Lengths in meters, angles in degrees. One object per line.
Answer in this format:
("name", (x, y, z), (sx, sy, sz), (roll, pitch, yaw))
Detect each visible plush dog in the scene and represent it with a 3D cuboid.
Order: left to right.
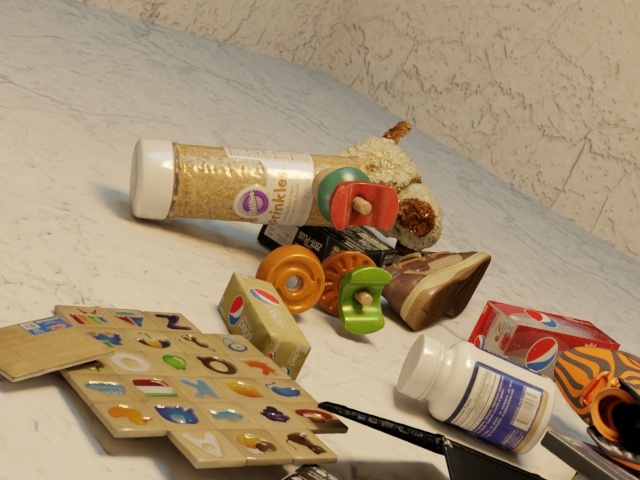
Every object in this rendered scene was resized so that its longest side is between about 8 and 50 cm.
("plush dog", (0.140, -0.078, 2.142), (0.225, 0.211, 0.262), (52, -4, 14))

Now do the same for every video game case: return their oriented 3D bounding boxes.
("video game case", (0.416, 0.318, 1.458), (0.274, 0.026, 0.196), (23, 9, -47))

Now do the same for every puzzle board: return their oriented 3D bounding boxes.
("puzzle board", (-0.288, 0.109, 1.180), (0.096, 0.011, 0.128), (24, 22, 34))

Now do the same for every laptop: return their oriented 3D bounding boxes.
("laptop", (0.142, 0.284, 1.215), (0.264, 0.136, 0.234), (10, -14, 43))

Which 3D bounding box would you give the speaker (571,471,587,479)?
("speaker", (0.366, 0.338, 1.431), (0.136, 0.055, 0.055), (31, 16, 19))

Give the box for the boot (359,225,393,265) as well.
("boot", (0.076, 0.006, 2.055), (0.198, 0.077, 0.137), (37, 13, 32))

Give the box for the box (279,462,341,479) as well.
("box", (0.025, 0.289, 1.068), (0.191, 0.045, 0.184), (30, 17, 17))

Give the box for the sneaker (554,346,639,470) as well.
("sneaker", (0.398, 0.212, 1.550), (0.180, 0.124, 0.321), (27, 5, -37))

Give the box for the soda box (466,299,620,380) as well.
("soda box", (0.370, 0.172, 1.921), (0.263, 0.092, 0.083), (13, 18, -38))

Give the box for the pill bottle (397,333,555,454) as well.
("pill bottle", (0.203, 0.197, 1.532), (0.187, 0.112, 0.112), (24, 15, -6))

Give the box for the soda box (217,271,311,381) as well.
("soda box", (-0.074, 0.110, 1.483), (0.061, 0.058, 0.181), (18, 16, -26))

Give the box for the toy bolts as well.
("toy bolts", (0.000, 0.000, 1.692), (0.218, 0.228, 0.158), (6, 14, -23))

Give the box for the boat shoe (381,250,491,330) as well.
("boat shoe", (0.187, 0.060, 1.963), (0.123, 0.123, 0.342), (32, 23, 19))

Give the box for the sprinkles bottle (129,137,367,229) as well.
("sprinkles bottle", (-0.109, -0.085, 1.788), (0.355, 0.121, 0.121), (3, 22, -17))

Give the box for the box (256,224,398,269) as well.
("box", (0.012, 0.008, 1.921), (0.180, 0.077, 0.147), (32, 17, 23))

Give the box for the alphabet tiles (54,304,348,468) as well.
("alphabet tiles", (-0.143, 0.149, 1.249), (0.285, 0.011, 0.342), (7, 18, -39))
